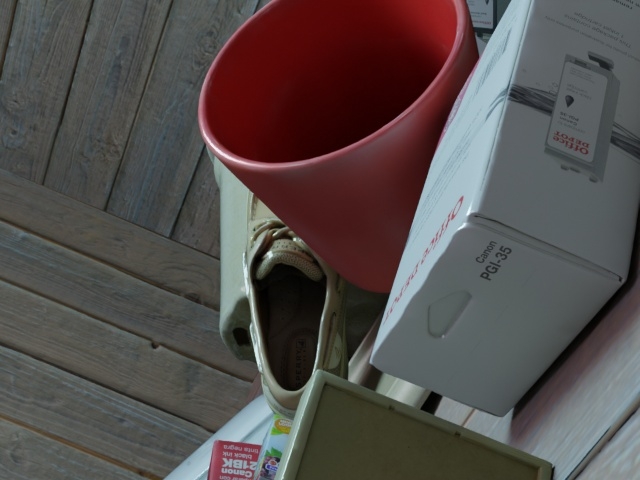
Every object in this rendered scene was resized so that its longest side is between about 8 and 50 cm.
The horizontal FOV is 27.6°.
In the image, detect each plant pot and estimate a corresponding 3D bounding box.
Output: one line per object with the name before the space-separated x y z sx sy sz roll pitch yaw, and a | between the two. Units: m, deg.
plant pot | 0.000 0.000 1.634 0.334 0.333 0.306 118 162 -54
plant pot | 0.051 -0.095 1.280 0.243 0.274 0.275 58 -139 -44

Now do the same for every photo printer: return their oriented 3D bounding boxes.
photo printer | -0.155 0.368 1.975 0.307 0.107 0.256 -41 4 -10

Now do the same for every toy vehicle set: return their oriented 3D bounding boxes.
toy vehicle set | 0.037 0.213 0.748 0.035 0.166 0.267 117 174 -47

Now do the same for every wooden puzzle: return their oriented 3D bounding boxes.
wooden puzzle | 0.088 0.126 1.357 0.221 0.044 0.239 -59 10 11

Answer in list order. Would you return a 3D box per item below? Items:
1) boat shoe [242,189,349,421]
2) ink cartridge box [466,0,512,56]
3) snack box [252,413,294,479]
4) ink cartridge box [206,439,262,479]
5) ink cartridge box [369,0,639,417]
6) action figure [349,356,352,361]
boat shoe | -0.023 0.024 1.412 0.110 0.121 0.341 69 -167 -66
ink cartridge box | 0.161 -0.227 1.510 0.198 0.114 0.273 119 159 -62
snack box | 0.011 0.224 1.201 0.100 0.141 0.037 -77 9 -64
ink cartridge box | -0.075 0.367 1.285 0.273 0.114 0.197 -88 8 -50
ink cartridge box | 0.150 -0.040 0.978 0.207 0.117 0.283 118 174 -51
action figure | -0.006 0.262 1.603 0.285 0.099 0.185 112 171 -50
